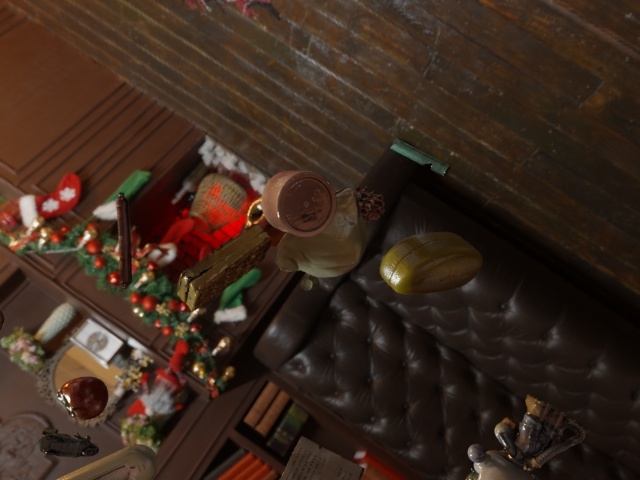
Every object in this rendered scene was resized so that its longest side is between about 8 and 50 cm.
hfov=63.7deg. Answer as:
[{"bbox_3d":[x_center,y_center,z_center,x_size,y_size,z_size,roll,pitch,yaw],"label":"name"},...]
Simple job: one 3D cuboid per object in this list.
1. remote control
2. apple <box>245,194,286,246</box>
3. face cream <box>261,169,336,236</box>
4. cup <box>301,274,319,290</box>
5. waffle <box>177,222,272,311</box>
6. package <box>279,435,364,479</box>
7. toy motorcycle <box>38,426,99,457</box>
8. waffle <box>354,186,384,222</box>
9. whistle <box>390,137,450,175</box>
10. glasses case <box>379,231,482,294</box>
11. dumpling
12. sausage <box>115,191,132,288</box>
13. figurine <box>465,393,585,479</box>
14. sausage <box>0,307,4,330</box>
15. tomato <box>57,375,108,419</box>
[{"bbox_3d":[-0.414,0.458,0.973,0.042,0.221,0.078,-140,26,-83],"label":"remote control"},{"bbox_3d":[-0.169,-0.074,1.984,0.230,0.230,0.230,26,150,16],"label":"apple"},{"bbox_3d":[-0.050,-0.087,1.185,0.149,0.149,0.104,50,166,-24],"label":"face cream"},{"bbox_3d":[-0.035,0.166,2.064,0.054,0.075,0.083,39,-170,12],"label":"cup"},{"bbox_3d":[-0.303,0.084,1.645,0.091,0.308,0.213,48,151,7],"label":"waffle"},{"bbox_3d":[-0.019,0.690,1.383,0.203,0.251,0.062,23,167,9],"label":"package"},{"bbox_3d":[-0.740,0.599,1.519,0.173,0.058,0.100,16,177,-13],"label":"toy motorcycle"},{"bbox_3d":[0.129,-0.126,1.917,0.234,0.221,0.055,-128,23,-54],"label":"waffle"},{"bbox_3d":[0.292,-0.245,1.514,0.186,0.039,0.039,33,152,20],"label":"whistle"},{"bbox_3d":[0.358,0.072,1.562,0.141,0.371,0.173,45,124,38],"label":"glasses case"},{"bbox_3d":[0.000,0.000,1.649,0.233,0.315,0.395,55,152,23],"label":"dumpling"},{"bbox_3d":[-0.397,0.001,1.041,0.028,0.025,0.198,2,98,22],"label":"sausage"},{"bbox_3d":[0.539,0.624,1.454,0.261,0.382,0.186,30,173,0],"label":"figurine"},{"bbox_3d":[-0.741,0.170,1.088,0.123,0.123,0.253,45,150,-18],"label":"sausage"},{"bbox_3d":[-0.848,0.564,1.863,0.167,0.167,0.167,26,150,16],"label":"tomato"}]
